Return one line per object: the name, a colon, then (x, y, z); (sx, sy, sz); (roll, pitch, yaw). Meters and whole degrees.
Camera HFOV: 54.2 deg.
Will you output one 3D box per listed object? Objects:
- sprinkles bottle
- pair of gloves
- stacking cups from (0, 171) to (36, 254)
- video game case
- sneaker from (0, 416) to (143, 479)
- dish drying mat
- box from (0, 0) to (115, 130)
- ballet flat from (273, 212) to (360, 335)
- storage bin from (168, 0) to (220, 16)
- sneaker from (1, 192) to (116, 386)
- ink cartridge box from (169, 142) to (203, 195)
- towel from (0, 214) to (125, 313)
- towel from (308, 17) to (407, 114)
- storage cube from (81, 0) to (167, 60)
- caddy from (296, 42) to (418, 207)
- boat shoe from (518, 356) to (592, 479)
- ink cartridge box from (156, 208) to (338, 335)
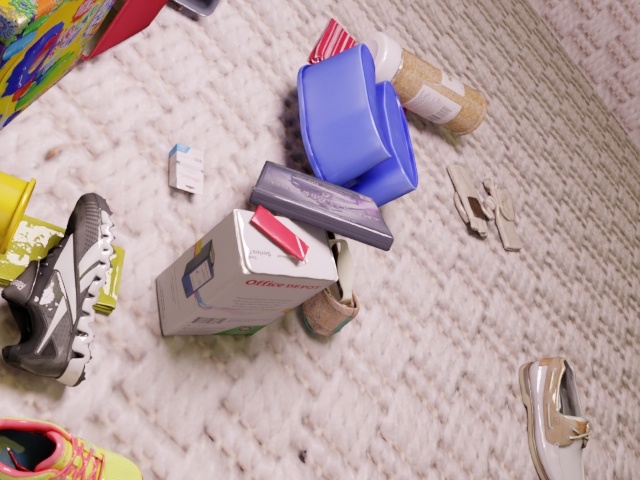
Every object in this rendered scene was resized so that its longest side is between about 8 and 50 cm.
sprinkles bottle: (0.233, -0.355, 1.452); (0.355, 0.121, 0.121); (17, 55, -37)
pair of gloves: (0.423, -0.085, 1.571); (0.240, 0.042, 0.204); (16, 55, -38)
stacking cups: (-0.473, -0.088, 0.656); (0.316, 0.096, 0.096); (25, 50, -23)
video game case: (-0.001, -0.060, 0.938); (0.195, 0.026, 0.274); (19, 13, -6)
sneaker: (-0.277, 0.238, 0.660); (0.208, 0.094, 0.082); (28, 47, -31)
dish drying mat: (-0.049, -0.009, 0.776); (0.083, 0.008, 0.032); (41, 42, -15)
box: (-0.386, -0.281, 0.732); (0.177, 0.290, 0.279); (41, 45, -17)
ballet flat: (0.000, 0.000, 1.064); (0.107, 0.106, 0.316); (-1, 66, -44)
storage bin: (-0.252, -0.481, 1.146); (0.135, 0.098, 0.091); (21, 25, -33)
sneaker: (-0.309, 0.047, 0.730); (0.106, 0.078, 0.235); (18, 71, -37)
ink cartridge box: (-0.212, -0.106, 0.987); (0.048, 0.028, 0.083); (17, 54, -36)
towel: (-0.360, 0.014, 0.776); (0.237, 0.021, 0.102); (23, 52, -33)
towel: (0.102, -0.379, 1.457); (0.274, 0.031, 0.199); (39, 43, -19)
storage cube: (-0.328, -0.425, 0.944); (0.183, 0.215, 0.193); (45, 36, -12)
caddy: (0.054, -0.203, 1.195); (0.241, 0.179, 0.342); (44, 33, -48)
boat shoe: (0.500, 0.390, 1.300); (0.113, 0.103, 0.303); (14, 56, -37)
ink cartridge box: (-0.103, 0.053, 0.851); (0.154, 0.212, 0.093); (8, 60, -40)
